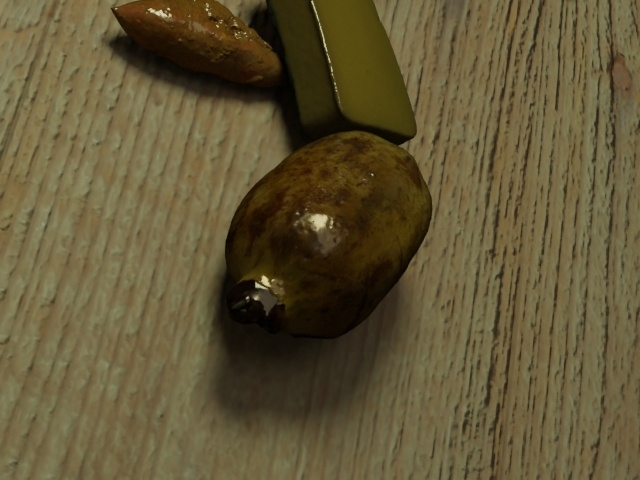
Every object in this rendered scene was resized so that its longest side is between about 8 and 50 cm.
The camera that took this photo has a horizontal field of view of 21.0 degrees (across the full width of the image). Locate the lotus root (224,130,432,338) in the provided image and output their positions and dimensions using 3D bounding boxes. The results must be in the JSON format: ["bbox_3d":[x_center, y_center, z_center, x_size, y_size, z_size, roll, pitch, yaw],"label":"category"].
[{"bbox_3d":[0.000,0.000,1.442,0.145,0.128,0.260,36,41,7],"label":"lotus root"}]

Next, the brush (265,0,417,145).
[{"bbox_3d":[0.012,-0.177,1.588,0.123,0.059,0.197,14,54,-55],"label":"brush"}]

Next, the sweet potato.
[{"bbox_3d":[-0.093,-0.176,1.535,0.206,0.060,0.068,23,85,-35],"label":"sweet potato"}]
